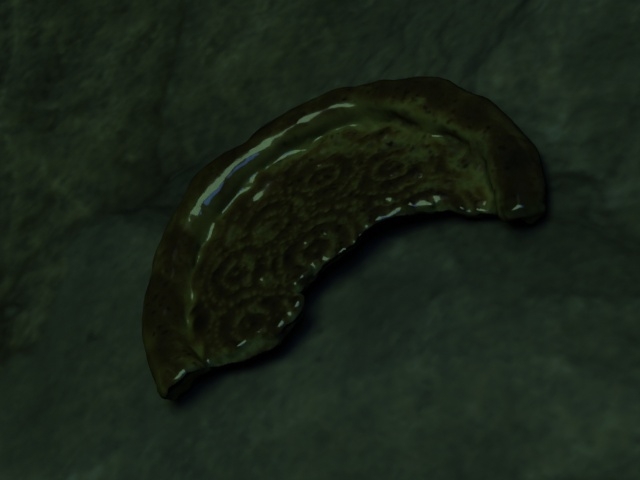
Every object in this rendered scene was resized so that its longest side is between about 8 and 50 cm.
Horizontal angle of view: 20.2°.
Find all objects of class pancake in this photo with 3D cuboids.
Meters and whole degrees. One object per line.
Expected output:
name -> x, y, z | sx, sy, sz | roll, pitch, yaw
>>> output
pancake -> 0.000, 0.000, 0.787 | 0.184, 0.020, 0.190 | 23, 71, 42
